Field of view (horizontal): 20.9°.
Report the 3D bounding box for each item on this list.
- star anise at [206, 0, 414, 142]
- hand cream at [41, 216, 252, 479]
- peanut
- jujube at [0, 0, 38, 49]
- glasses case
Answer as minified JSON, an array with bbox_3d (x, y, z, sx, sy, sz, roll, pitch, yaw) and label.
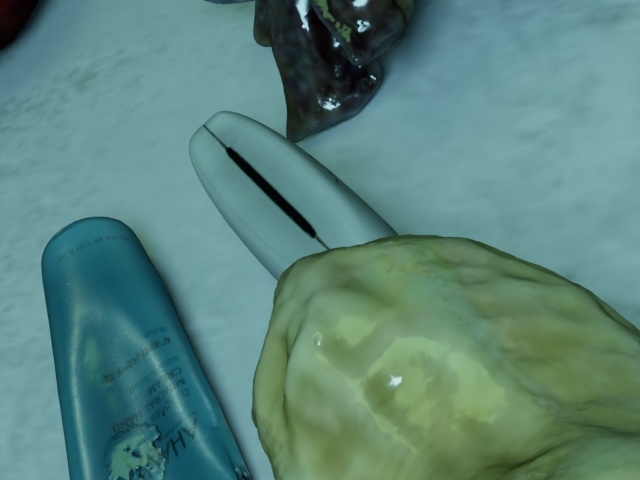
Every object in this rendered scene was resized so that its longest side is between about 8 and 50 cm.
[{"bbox_3d":[0.029,-0.160,0.831,0.212,0.129,0.282,-46,26,-14],"label":"star anise"},{"bbox_3d":[-0.088,0.064,0.780,0.083,0.048,0.224,-34,41,8],"label":"hand cream"},{"bbox_3d":[0.078,0.098,0.485,0.140,0.153,0.325,-55,43,7],"label":"peanut"},{"bbox_3d":[-0.261,-0.198,1.097,0.183,0.183,0.243,-32,38,15],"label":"jujube"},{"bbox_3d":[0.000,0.000,0.726,0.049,0.074,0.193,-47,35,0],"label":"glasses case"}]
